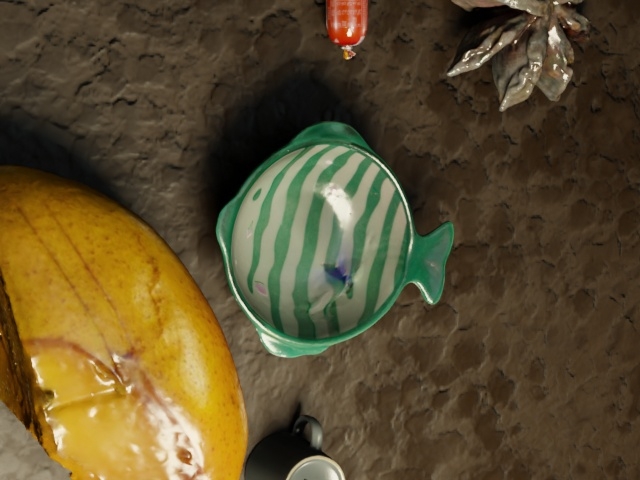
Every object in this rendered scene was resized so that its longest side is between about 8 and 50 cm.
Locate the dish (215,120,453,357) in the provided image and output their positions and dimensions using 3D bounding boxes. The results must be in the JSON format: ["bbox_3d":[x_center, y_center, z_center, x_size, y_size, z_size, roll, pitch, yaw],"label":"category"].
[{"bbox_3d":[0.000,0.000,1.516,0.246,0.078,0.224,11,92,-27],"label":"dish"}]

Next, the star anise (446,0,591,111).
[{"bbox_3d":[0.193,-0.234,1.578,0.231,0.089,0.209,-7,92,-37],"label":"star anise"}]

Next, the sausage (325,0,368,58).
[{"bbox_3d":[0.024,-0.245,1.517,0.048,0.050,0.145,-22,115,-60],"label":"sausage"}]

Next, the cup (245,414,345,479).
[{"bbox_3d":[-0.019,0.219,1.535,0.078,0.077,0.100,15,89,-28],"label":"cup"}]

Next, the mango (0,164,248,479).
[{"bbox_3d":[-0.199,0.087,1.382,0.350,0.201,0.199,62,33,-11],"label":"mango"}]
